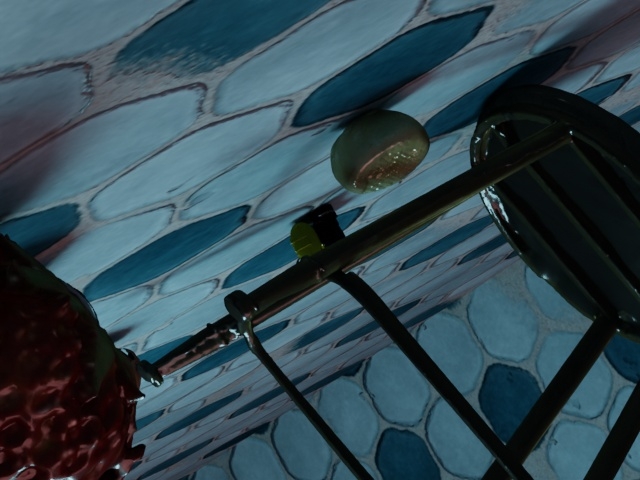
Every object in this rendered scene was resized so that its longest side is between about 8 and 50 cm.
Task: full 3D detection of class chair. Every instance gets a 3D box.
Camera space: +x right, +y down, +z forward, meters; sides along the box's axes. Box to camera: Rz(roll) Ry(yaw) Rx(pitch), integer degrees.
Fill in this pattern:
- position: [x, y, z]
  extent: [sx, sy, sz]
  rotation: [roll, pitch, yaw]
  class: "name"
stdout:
- position: [0.133, 0.092, 1.704]
  extent: [0.410, 0.364, 0.362]
  rotation: [-42, -178, -22]
  class: "chair"

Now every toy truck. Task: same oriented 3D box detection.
- position: [0.000, 0.000, 1.881]
  extent: [0.054, 0.049, 0.083]
  rotation: [-28, 171, 1]
  class: "toy truck"

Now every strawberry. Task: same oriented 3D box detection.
- position: [-0.247, 0.118, 1.218]
  extent: [0.244, 0.205, 0.205]
  rotation: [-41, 172, -4]
  class: "strawberry"

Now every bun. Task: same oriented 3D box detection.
- position: [0.044, -0.078, 1.550]
  extent: [0.086, 0.055, 0.086]
  rotation: [-28, 158, -13]
  class: "bun"

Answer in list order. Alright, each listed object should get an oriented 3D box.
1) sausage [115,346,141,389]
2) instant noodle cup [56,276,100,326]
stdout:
- position: [-0.236, 0.148, 1.917]
  extent: [0.076, 0.076, 0.141]
  rotation: [-34, 170, 31]
  class: "sausage"
- position: [-0.238, 0.097, 1.464]
  extent: [0.127, 0.127, 0.136]
  rotation: [-20, 158, -48]
  class: "instant noodle cup"
